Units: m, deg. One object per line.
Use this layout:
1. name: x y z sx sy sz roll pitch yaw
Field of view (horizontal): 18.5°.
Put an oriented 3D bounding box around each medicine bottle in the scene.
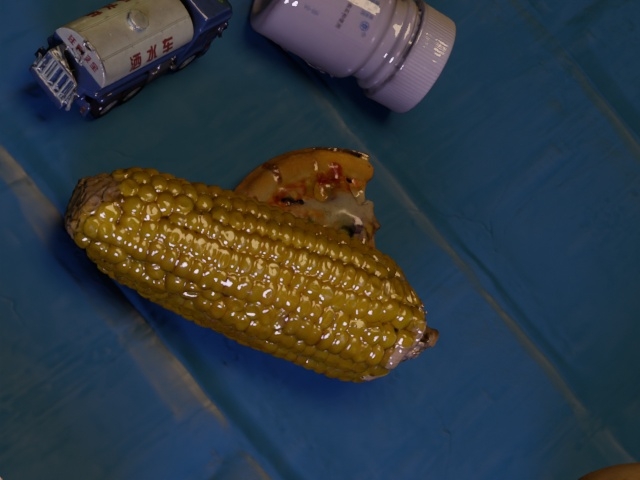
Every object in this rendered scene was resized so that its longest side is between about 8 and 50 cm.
1. medicine bottle: 0.028 -0.198 1.796 0.168 0.105 0.105 29 47 -17

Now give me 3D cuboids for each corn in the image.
1. corn: -0.050 0.027 1.567 0.322 0.119 0.119 23 49 -22

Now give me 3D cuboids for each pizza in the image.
1. pizza: 0.000 0.000 1.682 0.185 0.036 0.176 -11 68 -41

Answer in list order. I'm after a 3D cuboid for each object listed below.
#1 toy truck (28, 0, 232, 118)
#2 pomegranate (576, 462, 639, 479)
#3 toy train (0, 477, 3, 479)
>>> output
1. toy truck: -0.160 -0.169 1.643 0.074 0.088 0.202 50 44 5
2. pomegranate: 0.260 0.284 1.554 0.233 0.233 0.233 20 50 -25
3. toy train: -0.234 0.263 1.247 0.261 0.134 0.177 52 44 5
